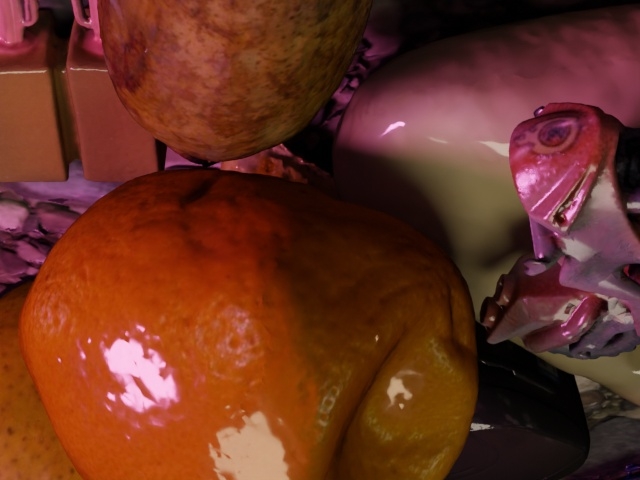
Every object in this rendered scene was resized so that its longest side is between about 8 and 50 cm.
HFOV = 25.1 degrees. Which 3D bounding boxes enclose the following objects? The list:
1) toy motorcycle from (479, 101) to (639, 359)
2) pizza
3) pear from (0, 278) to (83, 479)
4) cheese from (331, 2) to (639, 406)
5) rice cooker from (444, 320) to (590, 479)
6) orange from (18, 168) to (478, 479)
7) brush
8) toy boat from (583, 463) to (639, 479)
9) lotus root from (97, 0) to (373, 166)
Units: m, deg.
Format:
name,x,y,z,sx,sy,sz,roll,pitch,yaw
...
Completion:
name,x,y,z,sx,sy,sz,roll,pitch,yaw
toy motorcycle,0.127,-0.002,0.677,0.118,0.084,0.212,10,149,-8
pizza,-0.001,0.000,0.873,0.134,0.046,0.175,10,152,38
pear,-0.140,0.159,0.961,0.294,0.294,0.294,-1,147,0
cheese,0.190,-0.055,0.760,0.328,0.130,0.351,21,137,-23
rice cooker,0.105,0.114,1.025,0.142,0.118,0.203,-23,142,31
orange,-0.046,0.075,0.746,0.249,0.183,0.249,15,163,5
brush,-0.134,-0.113,0.735,0.103,0.047,0.233,1,146,-3
toy boat,0.288,0.237,1.274,0.175,0.091,0.110,-34,169,35
lotus root,-0.038,-0.118,0.638,0.128,0.145,0.260,11,147,-3
